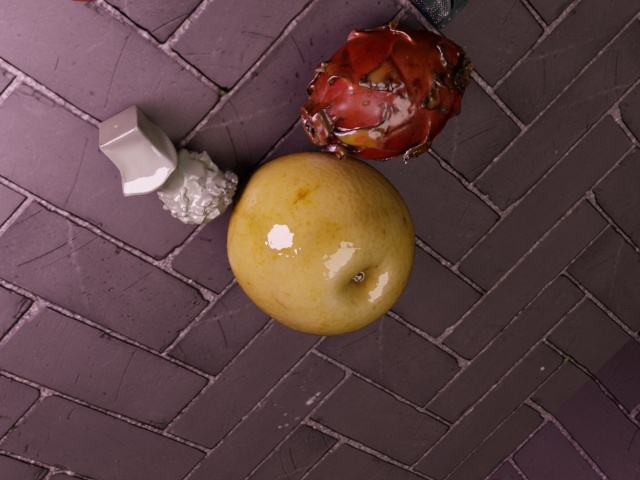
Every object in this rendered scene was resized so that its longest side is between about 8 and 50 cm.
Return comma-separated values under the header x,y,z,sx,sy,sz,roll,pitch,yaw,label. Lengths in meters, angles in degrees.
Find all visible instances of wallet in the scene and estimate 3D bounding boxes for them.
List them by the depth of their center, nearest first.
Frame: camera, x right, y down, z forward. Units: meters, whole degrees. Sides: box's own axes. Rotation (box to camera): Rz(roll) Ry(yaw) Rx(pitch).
x,y,z,sx,sy,sz,roll,pitch,yaw,label
0.216,-0.445,2.066,0.088,0.026,0.129,-43,138,4,wallet

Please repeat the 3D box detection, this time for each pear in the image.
x,y,z,sx,sy,sz,roll,pitch,yaw,label
0.000,0.000,2.084,0.348,0.348,0.348,-20,135,-21,pear

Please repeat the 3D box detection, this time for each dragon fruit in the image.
x,y,z,sx,sy,sz,roll,pitch,yaw,label
0.111,-0.254,2.017,0.315,0.250,0.250,-49,141,-15,dragon fruit

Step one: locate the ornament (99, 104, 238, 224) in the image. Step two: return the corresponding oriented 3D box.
x,y,z,sx,sy,sz,roll,pitch,yaw,label
-0.266,-0.114,1.949,0.130,0.120,0.285,-34,141,25,ornament
